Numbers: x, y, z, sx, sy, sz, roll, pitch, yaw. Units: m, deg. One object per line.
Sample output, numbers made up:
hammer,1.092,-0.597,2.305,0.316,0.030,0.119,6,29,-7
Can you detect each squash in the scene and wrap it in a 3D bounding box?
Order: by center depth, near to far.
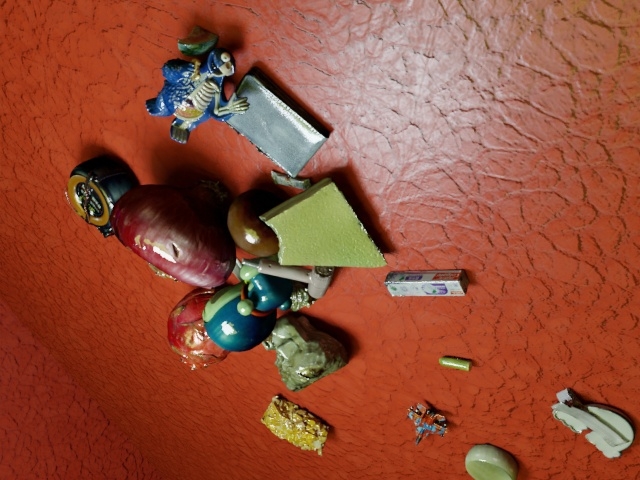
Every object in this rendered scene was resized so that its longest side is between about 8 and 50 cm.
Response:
squash,0.336,0.307,1.536,0.083,0.027,0.027,5,131,34

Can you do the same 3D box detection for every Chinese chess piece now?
Chinese chess piece,0.481,0.634,1.720,0.144,0.058,0.144,20,139,19

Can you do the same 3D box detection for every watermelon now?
watermelon,-0.260,-0.414,1.264,0.085,0.085,0.061,-17,82,45

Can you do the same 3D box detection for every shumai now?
shumai,-0.044,0.146,1.647,0.081,0.083,0.082,-2,164,0
shumai,-0.049,0.306,1.736,0.218,0.189,0.256,55,151,11

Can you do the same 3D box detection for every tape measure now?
tape measure,-0.614,-0.132,1.739,0.202,0.135,0.223,50,138,0

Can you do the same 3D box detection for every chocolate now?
chocolate,-0.151,-0.034,1.469,0.177,0.176,0.176,20,137,20

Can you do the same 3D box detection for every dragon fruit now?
dragon fruit,-0.343,0.258,1.832,0.241,0.241,0.252,36,140,2

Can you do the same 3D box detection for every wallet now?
wallet,-0.100,-0.251,1.318,0.222,0.036,0.167,39,140,-5

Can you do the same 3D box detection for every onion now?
onion,-0.345,-0.038,1.557,0.348,0.285,0.347,37,179,1

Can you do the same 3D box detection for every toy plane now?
toy plane,0.298,0.536,1.759,0.130,0.061,0.189,24,143,15

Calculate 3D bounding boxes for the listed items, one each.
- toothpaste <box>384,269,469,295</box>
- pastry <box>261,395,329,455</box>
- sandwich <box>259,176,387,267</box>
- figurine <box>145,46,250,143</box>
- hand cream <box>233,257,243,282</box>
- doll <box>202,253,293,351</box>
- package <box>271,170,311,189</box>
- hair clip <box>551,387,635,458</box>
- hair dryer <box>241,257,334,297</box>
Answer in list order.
toothpaste,0.239,0.098,1.397,0.196,0.040,0.047,-4,129,39
pastry,-0.081,0.643,2.104,0.250,0.102,0.154,30,129,13
sandwich,0.000,0.000,1.384,0.212,0.063,0.245,-29,115,12
figurine,-0.258,-0.324,1.301,0.262,0.120,0.164,-17,122,36
hand cream,-0.215,0.110,1.757,0.165,0.037,0.057,53,139,-7
doll,-0.192,0.178,1.620,0.186,0.198,0.322,49,127,5
package,-0.067,-0.137,1.416,0.110,0.015,0.037,14,140,28
hair clip,0.634,0.425,1.414,0.220,0.054,0.140,35,136,-1
hair dryer,-0.083,0.086,1.508,0.221,0.053,0.195,6,160,-2
